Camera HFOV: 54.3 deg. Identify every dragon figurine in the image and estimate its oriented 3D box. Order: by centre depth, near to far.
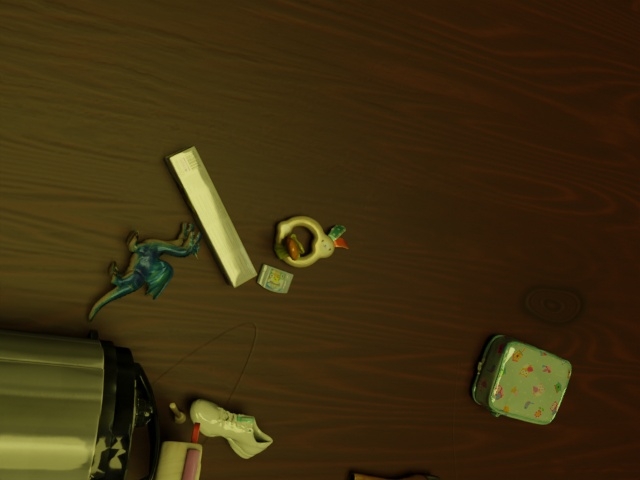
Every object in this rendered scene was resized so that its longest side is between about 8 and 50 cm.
[{"bbox_3d":[-0.366,0.073,1.324,0.144,0.085,0.289,33,78,-24],"label":"dragon figurine"}]

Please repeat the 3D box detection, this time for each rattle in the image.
[{"bbox_3d":[0.000,0.000,1.471,0.200,0.143,0.130,6,72,-20],"label":"rattle"}]

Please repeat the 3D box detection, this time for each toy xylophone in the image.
[{"bbox_3d":[-0.288,0.463,1.284,0.081,0.322,0.236,10,71,-7],"label":"toy xylophone"}]

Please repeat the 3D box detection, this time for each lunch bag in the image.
[{"bbox_3d":[0.569,0.404,1.787,0.279,0.108,0.223,21,89,-24],"label":"lunch bag"}]

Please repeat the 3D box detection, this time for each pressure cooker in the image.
[{"bbox_3d":[-0.500,0.352,1.120,0.421,0.376,0.369,11,86,-25],"label":"pressure cooker"}]

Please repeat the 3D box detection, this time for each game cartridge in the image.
[{"bbox_3d":[-0.109,0.094,1.489,0.083,0.017,0.055,21,88,-25],"label":"game cartridge"}]

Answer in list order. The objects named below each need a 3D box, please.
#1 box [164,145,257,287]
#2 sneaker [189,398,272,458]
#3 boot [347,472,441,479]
[{"bbox_3d":[-0.243,-0.050,1.387,0.067,0.063,0.323,-31,106,-19],"label":"box"},{"bbox_3d":[-0.197,0.415,1.416,0.212,0.094,0.080,43,33,-29],"label":"sneaker"},{"bbox_3d":[0.185,0.745,1.632,0.281,0.096,0.263,9,90,-25],"label":"boot"}]
